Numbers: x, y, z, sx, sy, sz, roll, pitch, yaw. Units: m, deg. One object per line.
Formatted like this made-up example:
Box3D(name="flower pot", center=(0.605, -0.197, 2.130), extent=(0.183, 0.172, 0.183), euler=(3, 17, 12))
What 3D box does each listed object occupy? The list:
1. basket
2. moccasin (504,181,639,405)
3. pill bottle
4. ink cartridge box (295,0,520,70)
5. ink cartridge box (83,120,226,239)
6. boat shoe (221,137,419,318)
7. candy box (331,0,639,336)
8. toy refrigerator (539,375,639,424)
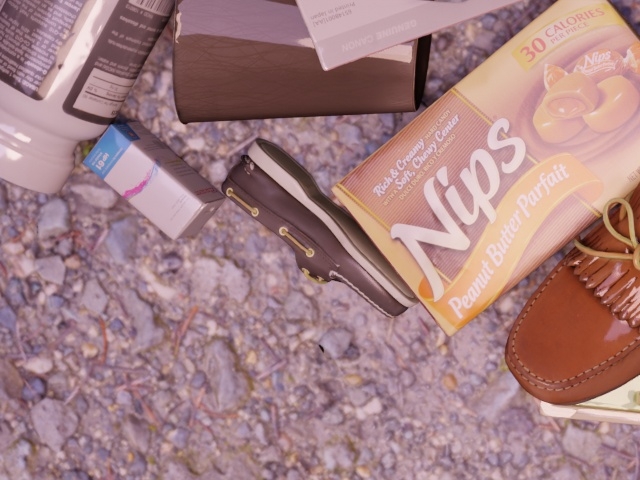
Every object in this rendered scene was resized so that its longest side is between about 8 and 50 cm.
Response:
Box3D(name="basket", center=(-0.013, -0.199, 1.861), extent=(0.227, 0.154, 0.204), euler=(6, 108, 8))
Box3D(name="moccasin", center=(0.319, 0.001, 1.746), extent=(0.380, 0.147, 0.139), euler=(-35, 65, -3))
Box3D(name="pill bottle", center=(-0.247, -0.196, 1.904), extent=(0.162, 0.162, 0.278), euler=(32, 101, 8))
Box3D(name="ink cartridge box", center=(0.083, -0.314, 1.800), extent=(0.296, 0.066, 0.261), euler=(-20, 86, -11))
Box3D(name="ink cartridge box", center=(-0.162, -0.059, 1.935), extent=(0.122, 0.088, 0.052), euler=(39, 102, 7))
Box3D(name="boat shoe", center=(0.000, 0.000, 1.913), extent=(0.228, 0.081, 0.068), euler=(45, 106, 13))
Box3D(name="candy box", center=(0.189, -0.078, 1.854), extent=(0.316, 0.087, 0.183), euler=(-39, 86, 13))
Box3D(name="toy refrigerator", center=(0.345, 0.121, 1.835), extent=(0.270, 0.094, 0.102), euler=(5, 96, 12))
